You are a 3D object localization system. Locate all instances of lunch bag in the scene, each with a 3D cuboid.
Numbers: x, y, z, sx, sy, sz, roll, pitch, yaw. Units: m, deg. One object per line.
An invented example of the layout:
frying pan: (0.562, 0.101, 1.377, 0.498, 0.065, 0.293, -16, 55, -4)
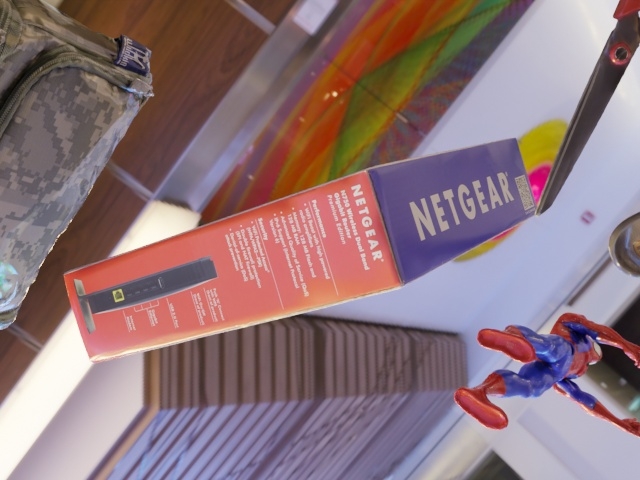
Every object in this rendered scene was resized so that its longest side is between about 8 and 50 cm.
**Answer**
lunch bag: (-0.312, -0.084, 0.674, 0.256, 0.305, 0.212, 25, -171, -46)

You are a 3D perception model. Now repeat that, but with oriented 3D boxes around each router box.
router box: (0.000, 0.000, 0.720, 0.335, 0.301, 0.082, -19, -88, -58)

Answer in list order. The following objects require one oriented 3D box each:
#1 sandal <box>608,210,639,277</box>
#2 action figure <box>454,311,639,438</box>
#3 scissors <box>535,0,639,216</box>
sandal: (0.367, -0.028, 0.752, 0.060, 0.219, 0.090, -16, -102, -54)
action figure: (0.239, 0.127, 0.724, 0.139, 0.091, 0.280, 27, -167, 28)
scissors: (0.225, -0.162, 0.604, 0.109, 0.297, 0.021, 39, -175, -12)
